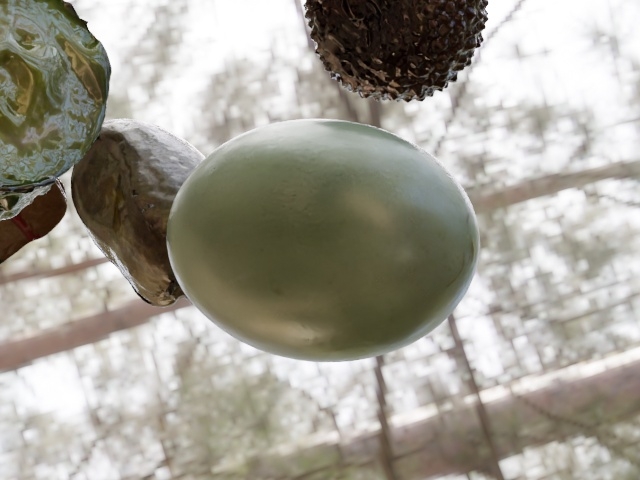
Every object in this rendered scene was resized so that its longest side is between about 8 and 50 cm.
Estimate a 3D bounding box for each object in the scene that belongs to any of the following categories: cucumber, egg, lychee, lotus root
[{"bbox_3d":[-0.221,-0.049,0.979,0.244,0.134,0.134,-37,-109,52],"label":"cucumber"},{"bbox_3d":[0.000,0.000,1.441,0.282,0.203,0.203,3,-73,31],"label":"egg"},{"bbox_3d":[0.073,-0.216,1.601,0.188,0.188,0.188,31,-52,50],"label":"lychee"},{"bbox_3d":[-0.178,-0.037,1.927,0.275,0.152,0.160,46,-37,42],"label":"lotus root"}]

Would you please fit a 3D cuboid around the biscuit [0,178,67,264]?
[{"bbox_3d":[-0.494,-0.064,2.245,0.262,0.277,0.052,60,0,-26],"label":"biscuit"}]
